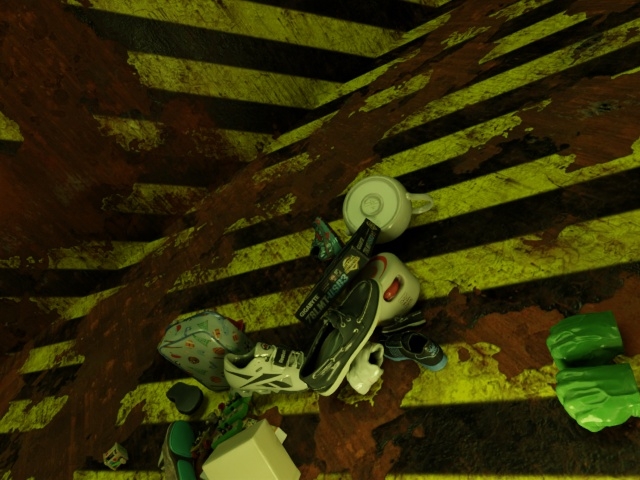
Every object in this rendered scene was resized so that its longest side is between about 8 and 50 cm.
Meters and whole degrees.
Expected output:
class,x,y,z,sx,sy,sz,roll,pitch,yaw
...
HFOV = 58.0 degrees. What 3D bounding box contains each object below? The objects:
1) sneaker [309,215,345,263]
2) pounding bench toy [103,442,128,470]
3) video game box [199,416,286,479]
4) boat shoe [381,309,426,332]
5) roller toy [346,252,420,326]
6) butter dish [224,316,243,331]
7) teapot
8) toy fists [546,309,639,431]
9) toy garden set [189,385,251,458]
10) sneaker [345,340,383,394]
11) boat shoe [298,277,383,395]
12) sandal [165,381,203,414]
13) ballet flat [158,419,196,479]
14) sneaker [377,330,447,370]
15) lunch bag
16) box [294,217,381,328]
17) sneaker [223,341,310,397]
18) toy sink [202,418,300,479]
class,x,y,z,sx,sy,sz,roll,pitch,yaw
sneaker,0.000,0.000,2.157,0.125,0.104,0.262,-39,28,2
pounding bench toy,-0.682,0.730,1.919,0.065,0.052,0.083,-42,29,-8
video game box,-0.214,0.594,1.588,0.187,0.048,0.205,-1,45,46
boat shoe,0.226,0.224,1.593,0.125,0.038,0.046,-17,-2,6
roller toy,0.186,0.148,1.678,0.191,0.146,0.209,-34,23,30
butter dish,-0.371,0.335,2.073,0.160,0.118,0.160,-27,30,18
teapot,0.215,-0.094,1.979,0.256,0.187,0.252,31,90,33
toy fists,0.543,0.258,1.165,0.142,0.096,0.279,-13,34,21
toy garden set,-0.297,0.522,1.732,0.204,0.049,0.244,-40,16,22
sneaker,0.121,0.305,1.579,0.115,0.090,0.232,-38,37,15
boat shoe,0.046,0.239,1.530,0.340,0.113,0.127,-59,33,0
sandal,-0.449,0.534,1.953,0.097,0.054,0.254,-41,18,-20
ballet flat,-0.425,0.659,1.682,0.106,0.108,0.316,-49,26,9
sneaker,0.224,0.270,1.512,0.232,0.090,0.081,5,50,51
lunch bag,-0.353,0.352,1.832,0.243,0.303,0.115,-24,35,26
box,0.060,0.094,1.777,0.295,0.073,0.293,-52,2,23
sneaker,-0.127,0.360,1.673,0.331,0.146,0.122,-12,25,7
toy sink,-0.147,0.586,1.406,0.153,0.234,0.131,-33,-1,11
